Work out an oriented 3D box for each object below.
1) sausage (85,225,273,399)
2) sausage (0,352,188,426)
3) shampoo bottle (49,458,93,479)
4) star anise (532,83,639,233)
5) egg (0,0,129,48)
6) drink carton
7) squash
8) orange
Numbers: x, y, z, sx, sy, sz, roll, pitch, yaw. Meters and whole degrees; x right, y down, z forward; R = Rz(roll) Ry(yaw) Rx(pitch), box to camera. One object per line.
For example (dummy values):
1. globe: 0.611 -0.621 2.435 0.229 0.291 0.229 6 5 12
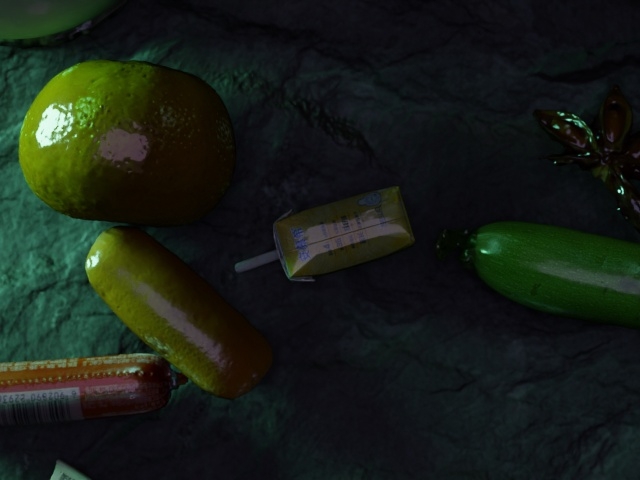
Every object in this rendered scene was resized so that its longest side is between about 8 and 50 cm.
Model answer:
1. sausage: -0.160 0.080 1.847 0.238 0.098 0.098 42 87 1
2. sausage: -0.282 0.163 1.850 0.274 0.074 0.074 -5 86 0
3. shampoo bottle: -0.242 0.296 1.860 0.141 0.034 0.049 30 79 1
4. star anise: 0.334 -0.102 1.868 0.212 0.053 0.157 37 64 20
5. egg: -0.336 -0.397 1.755 0.354 0.340 0.354 0 86 -2
6. drink carton: 0.000 0.000 1.863 0.200 0.074 0.084 -17 86 -3
7. squash: 0.310 0.043 1.839 0.378 0.101 0.101 13 86 9
8. orange: -0.210 -0.107 1.824 0.237 0.158 0.179 7 85 0
